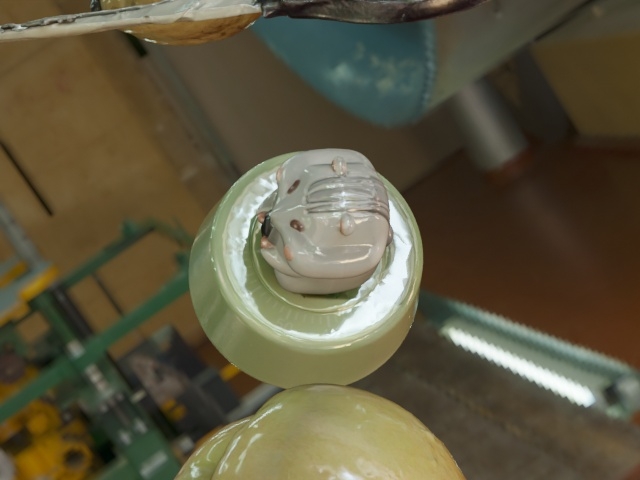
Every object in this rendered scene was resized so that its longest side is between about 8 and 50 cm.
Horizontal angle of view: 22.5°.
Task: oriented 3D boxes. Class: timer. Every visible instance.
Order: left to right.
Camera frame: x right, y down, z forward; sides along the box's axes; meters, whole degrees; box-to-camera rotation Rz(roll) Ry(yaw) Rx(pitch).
[{"bbox_3d":[0.000,0.000,1.870,0.291,0.291,0.315,-38,-10,-18],"label":"timer"}]

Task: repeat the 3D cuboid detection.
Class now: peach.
[{"bbox_3d":[0.009,0.210,1.069,0.232,0.232,0.232,-32,13,8],"label":"peach"}]

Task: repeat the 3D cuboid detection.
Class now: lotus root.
[{"bbox_3d":[-0.141,-0.286,1.789,0.257,0.140,0.154,-14,-5,33],"label":"lotus root"}]

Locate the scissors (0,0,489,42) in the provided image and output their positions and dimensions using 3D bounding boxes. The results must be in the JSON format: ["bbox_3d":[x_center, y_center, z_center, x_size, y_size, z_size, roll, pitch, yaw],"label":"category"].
[{"bbox_3d":[-0.048,-0.136,0.905,0.300,0.022,0.109,-8,29,-4],"label":"scissors"}]
